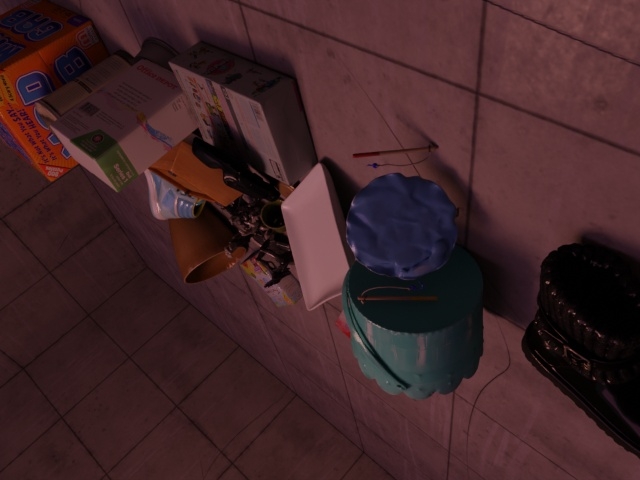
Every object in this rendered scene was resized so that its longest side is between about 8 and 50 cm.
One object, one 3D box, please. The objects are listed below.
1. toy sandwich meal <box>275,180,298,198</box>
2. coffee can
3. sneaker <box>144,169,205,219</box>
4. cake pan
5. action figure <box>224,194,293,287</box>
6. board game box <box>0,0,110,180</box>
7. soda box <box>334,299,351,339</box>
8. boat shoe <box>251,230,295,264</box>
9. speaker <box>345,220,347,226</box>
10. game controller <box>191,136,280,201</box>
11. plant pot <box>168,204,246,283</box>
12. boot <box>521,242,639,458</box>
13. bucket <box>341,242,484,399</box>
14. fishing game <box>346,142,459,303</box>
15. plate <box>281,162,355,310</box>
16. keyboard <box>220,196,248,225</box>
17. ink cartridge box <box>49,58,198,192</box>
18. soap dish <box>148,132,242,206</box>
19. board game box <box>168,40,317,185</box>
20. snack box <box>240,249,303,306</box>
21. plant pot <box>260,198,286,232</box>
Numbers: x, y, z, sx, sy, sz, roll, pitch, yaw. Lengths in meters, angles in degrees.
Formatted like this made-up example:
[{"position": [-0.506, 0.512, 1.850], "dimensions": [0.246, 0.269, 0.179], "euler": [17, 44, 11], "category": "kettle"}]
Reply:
[{"position": [-0.074, -0.128, 1.373], "dimensions": [0.086, 0.029, 0.085], "euler": [31, 161, 12], "category": "toy sandwich meal"}, {"position": [-0.622, -0.379, 1.596], "dimensions": [0.202, 0.275, 0.201], "euler": [39, 156, 20], "category": "coffee can"}, {"position": [-0.455, -0.213, 1.819], "dimensions": [0.208, 0.127, 0.318], "euler": [6, 119, 19], "category": "sneaker"}, {"position": [-0.382, -0.378, 1.465], "dimensions": [0.293, 0.054, 0.293], "euler": [38, 156, 20], "category": "cake pan"}, {"position": [-0.189, -0.011, 1.585], "dimensions": [0.275, 0.141, 0.164], "euler": [54, 143, 19], "category": "action figure"}, {"position": [-0.858, -0.476, 1.750], "dimensions": [0.357, 0.356, 0.356], "euler": [31, 153, 33], "category": "board game box"}, {"position": [0.113, 0.191, 1.502], "dimensions": [0.092, 0.083, 0.263], "euler": [42, 157, 11], "category": "soda box"}, {"position": [-0.136, -0.001, 1.683], "dimensions": [0.206, 0.075, 0.064], "euler": [36, 113, 38], "category": "boat shoe"}, {"position": [0.037, -0.020, 1.320], "dimensions": [0.055, 0.055, 0.136], "euler": [56, 156, -21], "category": "speaker"}, {"position": [-0.190, -0.161, 1.318], "dimensions": [0.166, 0.067, 0.319], "euler": [44, -177, 8], "category": "game controller"}, {"position": [-0.423, -0.015, 1.969], "dimensions": [0.254, 0.237, 0.237], "euler": [58, 161, 14], "category": "plant pot"}, {"position": [0.452, 0.176, 0.810], "dimensions": [0.348, 0.131, 0.260], "euler": [35, 155, 27], "category": "boot"}, {"position": [0.176, 0.132, 1.062], "dimensions": [0.281, 0.281, 0.183], "euler": [30, 147, 35], "category": "bucket"}, {"position": [0.137, -0.025, 0.945], "dimensions": [0.041, 0.189, 0.263], "euler": [-56, -39, -76], "category": "fishing game"}, {"position": [0.000, 0.000, 1.269], "dimensions": [0.278, 0.045, 0.277], "euler": [141, 117, -63], "category": "plate"}, {"position": [-0.272, -0.123, 1.745], "dimensions": [0.192, 0.038, 0.100], "euler": [42, 134, 13], "category": "keyboard"}, {"position": [-0.439, -0.273, 1.307], "dimensions": [0.201, 0.278, 0.117], "euler": [33, 157, 31], "category": "ink cartridge box"}, {"position": [-0.357, -0.199, 1.551], "dimensions": [0.229, 0.118, 0.291], "euler": [35, 170, -37], "category": "soap dish"}, {"position": [-0.164, -0.271, 1.200], "dimensions": [0.303, 0.097, 0.224], "euler": [30, 153, 33], "category": "board game box"}, {"position": [-0.162, 0.126, 1.902], "dimensions": [0.207, 0.070, 0.174], "euler": [48, 157, -7], "category": "snack box"}, {"position": [-0.111, -0.057, 1.506], "dimensions": [0.083, 0.083, 0.079], "euler": [40, 170, 17], "category": "plant pot"}]
